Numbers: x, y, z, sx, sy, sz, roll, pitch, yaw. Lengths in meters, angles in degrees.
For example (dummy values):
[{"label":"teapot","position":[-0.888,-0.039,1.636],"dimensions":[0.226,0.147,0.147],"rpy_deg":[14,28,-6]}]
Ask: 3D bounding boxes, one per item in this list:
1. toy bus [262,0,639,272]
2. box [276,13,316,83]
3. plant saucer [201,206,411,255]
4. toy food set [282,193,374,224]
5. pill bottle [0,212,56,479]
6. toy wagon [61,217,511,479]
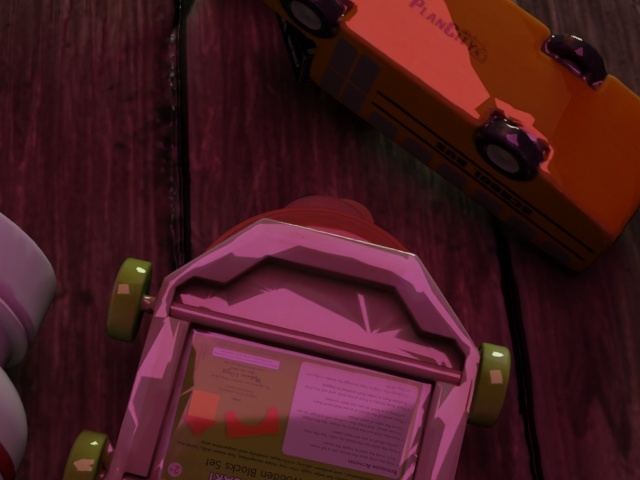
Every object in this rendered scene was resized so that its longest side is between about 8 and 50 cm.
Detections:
[{"label":"toy bus","position":[0.104,-0.124,1.046],"dimensions":[0.333,0.130,0.108],"rpy_deg":[36,71,4]},{"label":"box","position":[0.050,-0.231,1.181],"dimensions":[0.191,0.045,0.184],"rpy_deg":[-11,66,-13]},{"label":"plant saucer","position":[-0.007,0.064,0.993],"dimensions":[0.200,0.037,0.200],"rpy_deg":[2,69,-5]},{"label":"toy food set","position":[0.000,0.000,1.056],"dimensions":[0.083,0.020,0.083],"rpy_deg":[5,60,-4]},{"label":"pill bottle","position":[-0.316,0.160,0.805],"dimensions":[0.229,0.229,0.407],"rpy_deg":[19,60,4]},{"label":"toy wagon","position":[-0.031,0.163,0.906],"dimensions":[0.267,0.068,0.344],"rpy_deg":[14,79,1]}]
